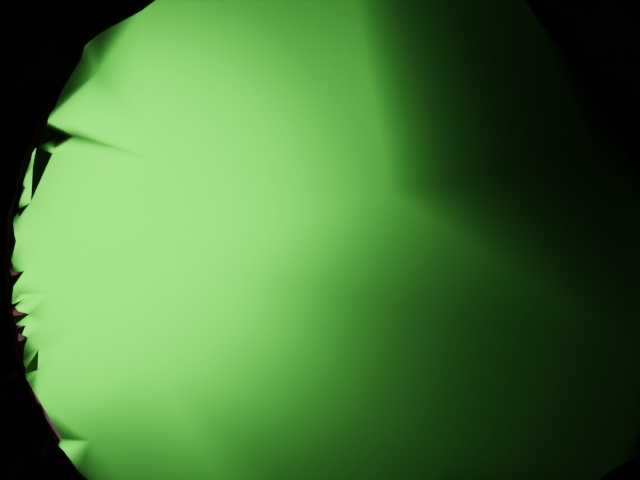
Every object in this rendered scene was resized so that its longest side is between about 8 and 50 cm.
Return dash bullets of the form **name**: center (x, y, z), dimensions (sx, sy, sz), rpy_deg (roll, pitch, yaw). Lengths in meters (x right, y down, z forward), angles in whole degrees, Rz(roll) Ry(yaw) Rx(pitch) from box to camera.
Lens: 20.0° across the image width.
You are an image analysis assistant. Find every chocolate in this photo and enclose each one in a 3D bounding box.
- **chocolate**: center (0.000, 0.000, 1.123), dimensions (0.383, 0.383, 0.331), rpy_deg (45, -173, -7)
